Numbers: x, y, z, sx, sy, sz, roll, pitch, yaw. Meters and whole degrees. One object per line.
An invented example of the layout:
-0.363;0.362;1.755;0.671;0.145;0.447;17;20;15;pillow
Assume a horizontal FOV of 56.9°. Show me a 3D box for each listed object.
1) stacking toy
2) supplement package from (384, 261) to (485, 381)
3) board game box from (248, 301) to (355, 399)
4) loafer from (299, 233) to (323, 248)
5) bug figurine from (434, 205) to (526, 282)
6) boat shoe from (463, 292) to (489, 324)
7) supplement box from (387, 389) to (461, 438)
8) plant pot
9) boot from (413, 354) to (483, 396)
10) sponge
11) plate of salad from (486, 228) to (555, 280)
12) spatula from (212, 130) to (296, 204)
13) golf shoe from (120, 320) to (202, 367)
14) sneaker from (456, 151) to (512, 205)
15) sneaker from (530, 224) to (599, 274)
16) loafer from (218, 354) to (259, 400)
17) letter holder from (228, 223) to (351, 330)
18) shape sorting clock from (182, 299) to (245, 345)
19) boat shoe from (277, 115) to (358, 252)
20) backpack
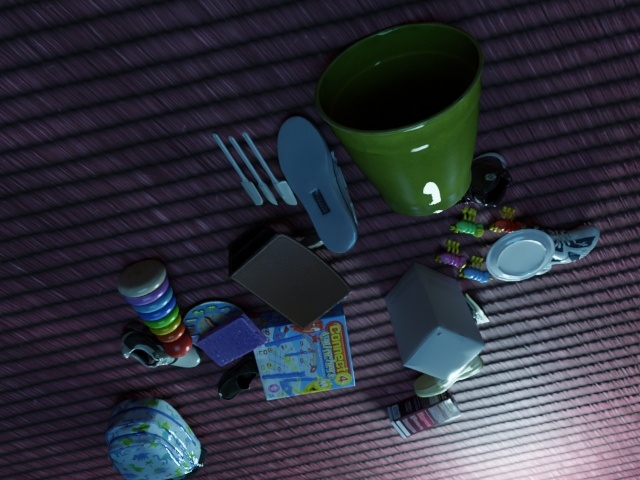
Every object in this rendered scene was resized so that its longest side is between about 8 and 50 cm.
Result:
-0.471;0.219;1.750;0.141;0.141;0.330;-14;127;3;stacking toy
0.332;0.240;1.771;0.178;0.293;0.175;24;119;-22;supplement package
-0.056;0.360;1.920;0.302;0.086;0.308;-10;121;0;board game box
0.000;0.000;1.710;0.125;0.045;0.039;-25;132;8;loafer
0.471;0.021;1.765;0.216;0.072;0.279;13;124;-16;bug figurine
0.503;0.230;1.932;0.049;0.056;0.152;-35;123;12;boat shoe
0.386;0.640;2.207;0.240;0.073;0.130;-26;126;13;supplement box
0.215;-0.250;1.391;0.367;0.366;0.353;-20;137;7;plant pot
0.410;0.420;2.035;0.262;0.095;0.203;-28;125;11;boot
-0.275;0.308;1.822;0.210;0.031;0.117;-31;111;29;sponge
0.581;0.039;1.724;0.200;0.048;0.199;-2;129;-2;plate of salad
-0.170;-0.182;1.516;0.168;0.019;0.242;7;138;45;spatula
-0.505;0.362;1.865;0.273;0.120;0.105;25;118;-24;golf shoe
0.381;-0.130;1.587;0.282;0.162;0.106;-28;125;12;sneaker
0.703;-0.002;1.763;0.235;0.094;0.153;-27;134;24;sneaker
-0.280;0.478;2.001;0.080;0.078;0.220;26;119;-23;loafer
-0.082;0.077;1.691;0.214;0.152;0.302;-39;121;18;letter holder
-0.333;0.271;1.867;0.206;0.040;0.206;-3;127;-4;shape sorting clock
0.010;-0.154;1.547;0.136;0.156;0.367;-25;96;17;boat shoe
-0.590;0.696;2.041;0.290;0.273;0.355;-8;115;7;backpack
